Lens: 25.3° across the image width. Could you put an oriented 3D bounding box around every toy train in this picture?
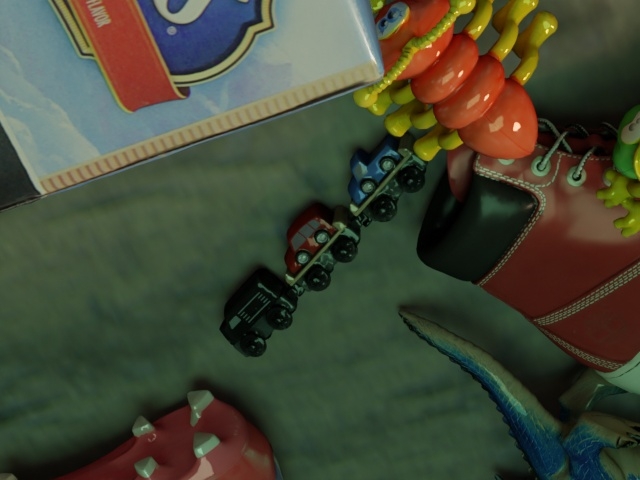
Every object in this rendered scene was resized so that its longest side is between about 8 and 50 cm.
[{"bbox_3d":[0.000,0.000,0.746,0.036,0.027,0.158,39,112,-10],"label":"toy train"}]

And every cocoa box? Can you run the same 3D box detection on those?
[{"bbox_3d":[-0.140,-0.209,0.503,0.228,0.231,0.347,-18,119,7],"label":"cocoa box"}]

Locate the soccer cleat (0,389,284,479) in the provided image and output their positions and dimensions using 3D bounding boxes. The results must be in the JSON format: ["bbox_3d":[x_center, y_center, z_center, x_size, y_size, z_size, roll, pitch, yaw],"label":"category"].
[{"bbox_3d":[-0.138,0.168,0.808,0.248,0.083,0.095,-24,122,8],"label":"soccer cleat"}]

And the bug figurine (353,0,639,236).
[{"bbox_3d":[0.155,-0.107,0.587,0.216,0.072,0.279,37,109,-15],"label":"bug figurine"}]

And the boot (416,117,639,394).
[{"bbox_3d":[0.163,-0.048,0.693,0.176,0.088,0.244,32,117,-17],"label":"boot"}]

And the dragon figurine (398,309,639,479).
[{"bbox_3d":[0.153,0.148,0.800,0.289,0.085,0.144,22,116,-15],"label":"dragon figurine"}]
